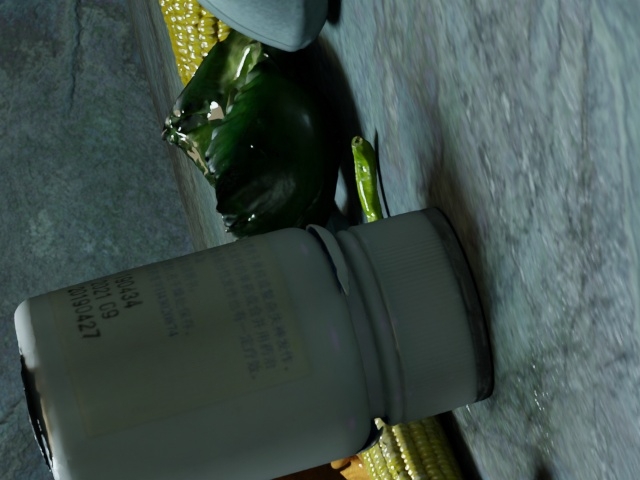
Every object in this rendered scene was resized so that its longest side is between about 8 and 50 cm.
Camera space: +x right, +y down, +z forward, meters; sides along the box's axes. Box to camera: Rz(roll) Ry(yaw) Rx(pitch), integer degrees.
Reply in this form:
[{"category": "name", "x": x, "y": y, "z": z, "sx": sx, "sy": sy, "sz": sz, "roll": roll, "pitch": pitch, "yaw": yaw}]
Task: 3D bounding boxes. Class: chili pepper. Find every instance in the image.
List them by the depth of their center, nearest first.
[{"category": "chili pepper", "x": 0.035, "y": -0.037, "z": 1.230, "sx": 0.030, "sy": 0.017, "sz": 0.083, "roll": -123, "pitch": 17, "yaw": -65}, {"category": "chili pepper", "x": -0.038, "y": -0.072, "z": 1.366, "sx": 0.148, "sy": 0.116, "sz": 0.264, "roll": -56, "pitch": 18, "yaw": 14}]

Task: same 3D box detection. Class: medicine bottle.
[{"category": "medicine bottle", "x": -0.039, "y": 0.070, "z": 1.066, "sx": 0.143, "sy": 0.258, "sz": 0.143, "roll": 165, "pitch": 90, "yaw": -84}]

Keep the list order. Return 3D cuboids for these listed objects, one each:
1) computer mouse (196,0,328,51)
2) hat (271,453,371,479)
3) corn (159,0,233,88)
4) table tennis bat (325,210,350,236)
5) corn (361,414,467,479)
[{"category": "computer mouse", "x": -0.079, "y": -0.298, "z": 1.196, "sx": 0.188, "sy": 0.122, "sz": 0.371, "roll": -123, "pitch": 23, "yaw": -65}, {"category": "hat", "x": -0.040, "y": 0.200, "z": 1.580, "sx": 0.233, "sy": 0.244, "sz": 0.233, "roll": 60, "pitch": -172, "yaw": 4}, {"category": "corn", "x": -0.091, "y": -0.216, "z": 1.481, "sx": 0.106, "sy": 0.106, "sz": 0.293, "roll": -116, "pitch": 15, "yaw": -56}, {"category": "table tennis bat", "x": 0.000, "y": 0.000, "z": 1.494, "sx": 0.237, "sy": 0.038, "sz": 0.149, "roll": 115, "pitch": 141, "yaw": -85}, {"category": "corn", "x": 0.063, "y": 0.153, "z": 1.229, "sx": 0.085, "sy": 0.063, "sz": 0.165, "roll": 50, "pitch": -166, "yaw": -41}]
